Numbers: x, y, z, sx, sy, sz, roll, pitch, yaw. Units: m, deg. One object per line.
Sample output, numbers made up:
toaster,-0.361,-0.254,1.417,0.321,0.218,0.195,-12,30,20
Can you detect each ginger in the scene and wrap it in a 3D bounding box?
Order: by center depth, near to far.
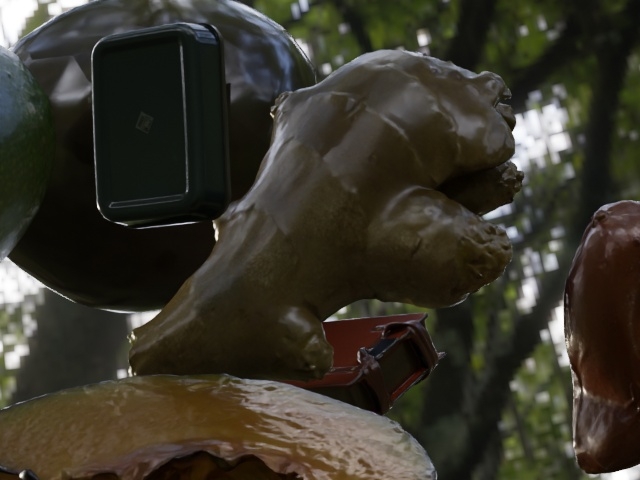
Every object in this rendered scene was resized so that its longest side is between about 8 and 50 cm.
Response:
ginger,0.021,0.013,1.522,0.236,0.375,0.166,27,-8,9

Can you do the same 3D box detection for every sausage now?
sausage,0.203,0.064,1.258,0.089,0.179,0.089,4,2,0

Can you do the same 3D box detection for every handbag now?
handbag,0.005,0.121,1.737,0.190,0.127,0.062,-9,-68,44

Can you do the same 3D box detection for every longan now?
longan,-0.178,-0.093,2.016,0.405,0.336,0.404,-9,0,0

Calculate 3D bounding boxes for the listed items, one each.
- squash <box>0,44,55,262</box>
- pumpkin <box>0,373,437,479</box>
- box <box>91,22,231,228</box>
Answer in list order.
squash,-0.379,-0.059,1.728,0.310,0.310,0.309,-31,-2,28
pumpkin,-0.041,0.172,0.974,0.312,0.169,0.148,10,28,45
box,-0.102,-0.072,1.210,0.091,0.126,0.031,-4,-5,31
